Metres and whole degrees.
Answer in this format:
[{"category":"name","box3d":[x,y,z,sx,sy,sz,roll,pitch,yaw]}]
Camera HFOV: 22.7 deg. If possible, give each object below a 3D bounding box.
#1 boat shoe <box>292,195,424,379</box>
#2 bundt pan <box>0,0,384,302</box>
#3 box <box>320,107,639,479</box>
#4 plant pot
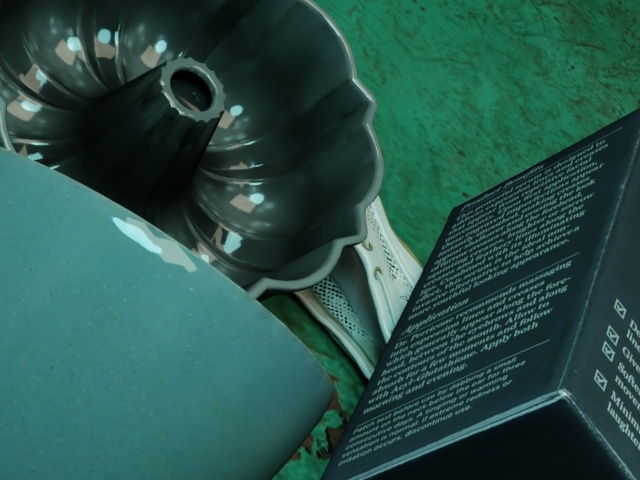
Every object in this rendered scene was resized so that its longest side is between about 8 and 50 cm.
[{"category":"boat shoe","box3d":[0.000,0.000,1.297,0.277,0.098,0.096,51,37,12]},{"category":"bundt pan","box3d":[-0.122,-0.081,1.175,0.331,0.124,0.331,18,54,-27]},{"category":"box","box3d":[0.212,0.137,1.181,0.293,0.212,0.395,52,34,-15]},{"category":"plant pot","box3d":[-0.164,0.102,0.940,0.290,0.290,0.195,33,73,-9]}]
